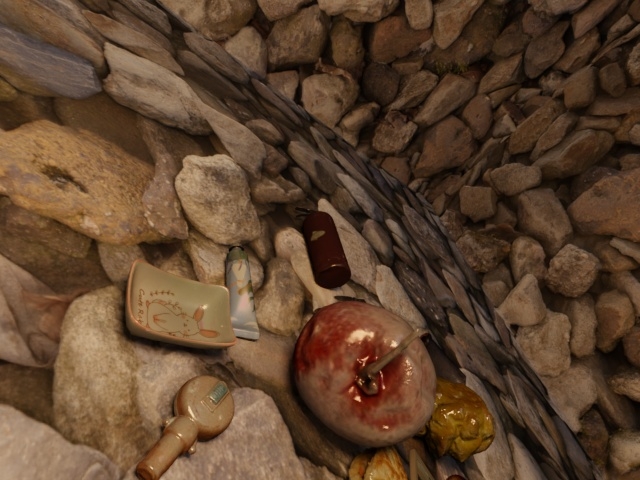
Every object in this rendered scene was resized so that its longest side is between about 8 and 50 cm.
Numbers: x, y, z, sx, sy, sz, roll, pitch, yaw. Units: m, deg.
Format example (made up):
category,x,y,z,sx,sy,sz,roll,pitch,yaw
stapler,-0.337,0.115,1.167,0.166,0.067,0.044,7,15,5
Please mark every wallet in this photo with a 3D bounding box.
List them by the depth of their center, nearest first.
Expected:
category,x,y,z,sx,sy,sz,roll,pitch,yaw
wallet,0.396,0.462,1.418,0.221,0.071,0.262,51,28,-2

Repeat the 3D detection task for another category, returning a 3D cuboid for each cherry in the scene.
category,x,y,z,sx,sy,sz,roll,pitch,yaw
cherry,0.110,0.289,0.939,0.326,0.292,0.335,36,1,36

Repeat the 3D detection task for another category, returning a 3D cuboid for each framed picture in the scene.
category,x,y,z,sx,sy,sz,roll,pitch,yaw
framed picture,0.254,0.619,0.904,0.266,0.018,0.192,59,22,-19

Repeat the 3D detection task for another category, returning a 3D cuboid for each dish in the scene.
category,x,y,z,sx,sy,sz,roll,pitch,yaw
dish,-0.274,0.139,0.802,0.212,0.077,0.151,25,31,-39

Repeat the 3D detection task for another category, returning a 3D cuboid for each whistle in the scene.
category,x,y,z,sx,sy,sz,roll,pitch,yaw
whistle,-0.212,0.297,0.689,0.107,0.057,0.220,48,26,0

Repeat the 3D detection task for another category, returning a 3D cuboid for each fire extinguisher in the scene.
category,x,y,z,sx,sy,sz,roll,pitch,yaw
fire extinguisher,0.000,0.000,1.412,0.135,0.114,0.338,4,42,-18

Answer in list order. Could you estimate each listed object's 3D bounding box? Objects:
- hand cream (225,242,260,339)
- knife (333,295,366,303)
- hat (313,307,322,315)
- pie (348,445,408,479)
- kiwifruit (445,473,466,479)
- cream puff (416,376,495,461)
category,x,y,z,sx,sy,sz,roll,pitch,yaw
hand cream,-0.194,0.118,1.005,0.088,0.055,0.256,22,41,-35
knife,0.098,0.195,1.392,0.170,0.010,0.023,16,39,-46
hat,0.037,0.226,1.199,0.121,0.050,0.121,33,29,-22
pie,0.137,0.524,0.871,0.179,0.084,0.205,63,23,12
kiwifruit,0.360,0.653,1.050,0.075,0.075,0.125,10,40,-53
cream puff,0.341,0.474,1.135,0.244,0.243,0.197,-33,116,-65
